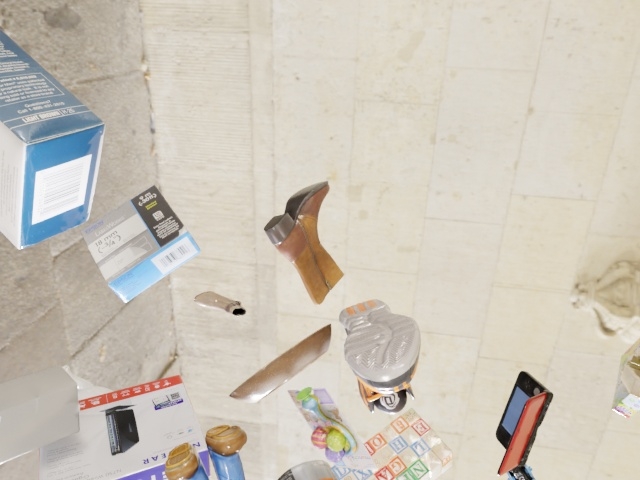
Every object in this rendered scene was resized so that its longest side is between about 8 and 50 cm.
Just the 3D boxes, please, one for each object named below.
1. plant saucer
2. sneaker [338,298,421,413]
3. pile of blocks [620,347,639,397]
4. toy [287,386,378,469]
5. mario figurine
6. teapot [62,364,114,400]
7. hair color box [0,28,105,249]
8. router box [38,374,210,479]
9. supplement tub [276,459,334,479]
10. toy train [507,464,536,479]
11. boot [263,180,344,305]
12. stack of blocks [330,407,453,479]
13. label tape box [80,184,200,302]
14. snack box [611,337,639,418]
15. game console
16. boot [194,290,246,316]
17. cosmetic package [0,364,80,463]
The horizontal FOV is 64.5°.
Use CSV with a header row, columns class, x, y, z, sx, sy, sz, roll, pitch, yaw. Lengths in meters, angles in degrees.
class,x,y,z,sx,sy,sz,roll,pitch,yaw
plant saucer,-0.054,0.205,0.819,0.036,0.198,0.198,55,1,11
sneaker,0.114,0.218,0.846,0.321,0.124,0.180,-90,163,-83
pile of blocks,0.511,0.157,0.671,0.362,0.149,0.113,13,97,-41
toy,0.014,0.446,1.160,0.056,0.136,0.237,-37,102,-45
mario figurine,-0.122,0.468,0.801,0.170,0.198,0.321,-47,117,-79
teapot,-0.700,0.538,1.459,0.253,0.256,0.187,-56,151,-9
hair color box,-0.432,-0.172,0.630,0.105,0.347,0.174,-38,165,-49
router box,-0.454,0.464,1.169,0.301,0.335,0.082,35,-51,56
supplement tub,0.008,0.813,1.418,0.338,0.207,0.207,-128,-152,-45
toy train,0.595,0.709,1.466,0.184,0.080,0.105,58,6,8
boot,0.000,0.000,1.447,0.280,0.096,0.264,55,48,-23
stack of blocks,0.200,0.629,1.411,0.171,0.297,0.087,43,-27,42
label tape box,-0.518,-0.029,1.404,0.334,0.240,0.106,46,-14,34
snack box,0.600,0.250,0.956,0.141,0.037,0.100,-50,157,-39
game console,0.328,0.308,0.870,0.124,0.085,0.144,-129,-126,-70
boot,-0.246,0.163,1.275,0.118,0.087,0.042,9,101,-52
cosmetic package,-0.616,0.354,1.008,0.238,0.107,0.127,-12,116,-48
